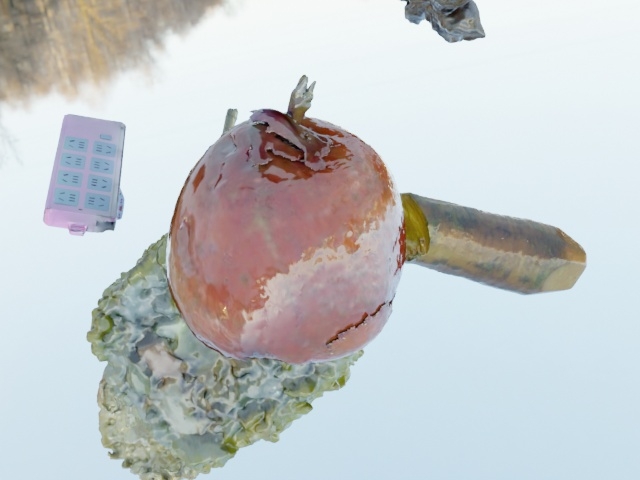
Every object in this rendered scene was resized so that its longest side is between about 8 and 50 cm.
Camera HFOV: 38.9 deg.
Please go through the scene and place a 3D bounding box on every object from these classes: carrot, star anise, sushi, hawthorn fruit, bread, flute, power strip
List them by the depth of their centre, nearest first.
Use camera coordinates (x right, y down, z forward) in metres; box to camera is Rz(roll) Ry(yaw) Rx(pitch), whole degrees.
[{"bbox_3d":[-0.033,-0.028,0.965,0.275,0.308,0.276,3,-157,-1],"label":"hawthorn fruit"},{"bbox_3d":[0.237,0.009,1.301,0.301,0.114,0.114,13,-170,-20],"label":"carrot"},{"bbox_3d":[-0.121,0.128,1.329,0.396,0.351,0.240,-39,-172,21],"label":"sushi"},{"bbox_3d":[0.190,-0.388,1.459,0.073,0.197,0.212,-46,174,-12],"label":"star anise"},{"bbox_3d":[-0.379,-0.112,1.472,0.109,0.038,0.279,8,-139,-15],"label":"power strip"},{"bbox_3d":[-0.169,-0.106,1.498,0.027,0.233,0.027,12,179,0],"label":"flute"},{"bbox_3d":[-0.262,0.296,1.609,0.274,0.274,0.149,-10,164,1],"label":"bread"}]

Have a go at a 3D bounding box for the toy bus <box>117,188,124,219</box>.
[{"bbox_3d":[-0.466,-0.106,1.923,0.076,0.073,0.167,-1,-148,-25],"label":"toy bus"}]
